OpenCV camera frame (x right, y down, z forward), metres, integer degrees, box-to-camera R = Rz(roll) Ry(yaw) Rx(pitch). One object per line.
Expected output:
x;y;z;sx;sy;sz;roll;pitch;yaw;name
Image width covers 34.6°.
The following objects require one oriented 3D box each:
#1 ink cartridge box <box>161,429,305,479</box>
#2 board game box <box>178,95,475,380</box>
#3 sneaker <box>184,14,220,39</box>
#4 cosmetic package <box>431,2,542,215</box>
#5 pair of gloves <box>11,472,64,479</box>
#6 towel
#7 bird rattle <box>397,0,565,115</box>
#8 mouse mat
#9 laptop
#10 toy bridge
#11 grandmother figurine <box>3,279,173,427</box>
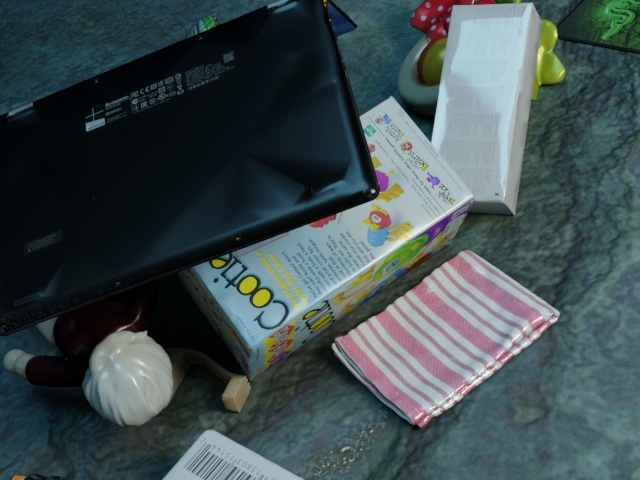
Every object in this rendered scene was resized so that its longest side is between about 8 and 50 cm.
-0.067;0.318;0.848;0.296;0.066;0.261;20;54;38;ink cartridge box
0.000;0.000;1.076;0.275;0.142;0.144;-33;75;-15;board game box
-0.180;-0.187;1.399;0.146;0.134;0.343;-12;42;10;sneaker
0.189;-0.152;1.185;0.099;0.060;0.239;4;77;28;cosmetic package
-0.296;0.270;1.037;0.074;0.010;0.083;-3;41;21;pair of gloves
0.126;0.092;1.047;0.197;0.029;0.144;-35;43;-17;towel
0.179;-0.257;1.344;0.207;0.143;0.253;-48;42;-6;bird rattle
0.424;-0.317;1.395;0.152;0.007;0.190;20;54;38;mouse mat
-0.127;-0.091;1.108;0.382;0.236;0.408;-20;56;11;laptop
-0.161;0.145;1.108;0.188;0.026;0.063;2;43;25;toy bridge
-0.250;0.087;1.129;0.208;0.104;0.342;-50;38;1;grandmother figurine
